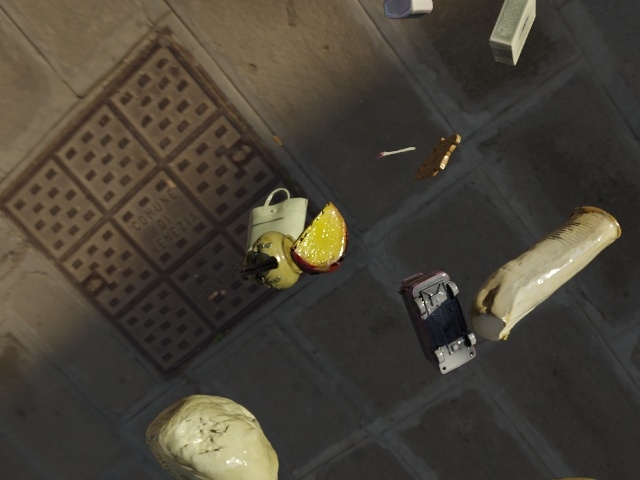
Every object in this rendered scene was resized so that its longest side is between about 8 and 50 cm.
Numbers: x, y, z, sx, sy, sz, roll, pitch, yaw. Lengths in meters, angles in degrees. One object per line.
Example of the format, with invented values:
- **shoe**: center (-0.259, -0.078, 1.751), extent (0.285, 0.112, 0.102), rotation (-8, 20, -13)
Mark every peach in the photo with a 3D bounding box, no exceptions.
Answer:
- **peach**: center (-0.003, 0.002, 1.138), extent (0.127, 0.092, 0.173), rotation (14, 71, -6)

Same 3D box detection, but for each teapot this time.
- **teapot**: center (-0.157, 0.070, 1.417), extent (0.182, 0.269, 0.173), rotation (-21, 92, 17)

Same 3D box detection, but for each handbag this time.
- **handbag**: center (-0.159, -0.063, 1.800), extent (0.240, 0.316, 0.109), rotation (-12, 134, 16)

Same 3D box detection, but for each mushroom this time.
- **mushroom**: center (0.386, 0.052, 0.857), extent (0.351, 0.122, 0.095), rotation (-36, 92, -20)

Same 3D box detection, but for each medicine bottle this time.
- **medicine bottle**: center (0.308, -0.791, 1.652), extent (0.115, 0.219, 0.078), rotation (3, 114, 36)

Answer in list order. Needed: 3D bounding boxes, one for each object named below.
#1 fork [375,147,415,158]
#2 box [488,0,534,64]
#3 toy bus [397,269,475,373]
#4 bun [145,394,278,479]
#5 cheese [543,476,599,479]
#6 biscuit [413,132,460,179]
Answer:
- **fork**: center (0.209, -0.247, 1.372), extent (0.115, 0.016, 0.012), rotation (-12, 147, 10)
- **box**: center (0.575, -0.637, 1.462), extent (0.069, 0.256, 0.164), rotation (24, 105, 19)
- **toy bus**: center (0.211, 0.145, 0.907), extent (0.086, 0.098, 0.179), rotation (-24, 103, -11)
- **bun**: center (-0.154, 0.321, 0.759), extent (0.220, 0.134, 0.221), rotation (21, 143, 17)
- **cheese**: center (0.231, 0.332, 0.464), extent (0.225, 0.117, 0.214), rotation (22, 97, -15)
- **biscuit**: center (0.400, -0.280, 1.689), extent (0.035, 0.163, 0.250), rotation (31, 146, -12)
